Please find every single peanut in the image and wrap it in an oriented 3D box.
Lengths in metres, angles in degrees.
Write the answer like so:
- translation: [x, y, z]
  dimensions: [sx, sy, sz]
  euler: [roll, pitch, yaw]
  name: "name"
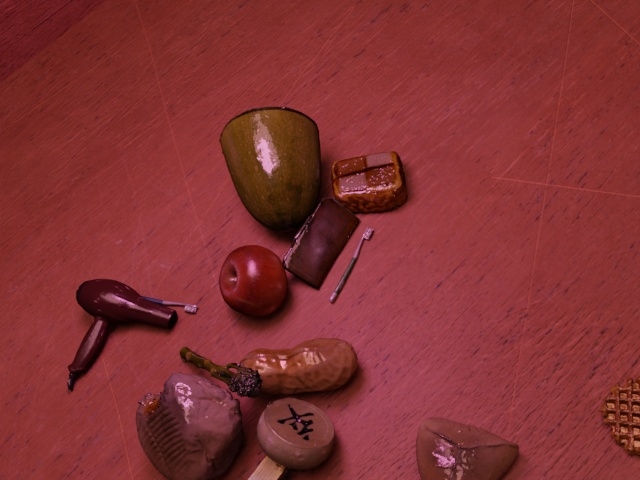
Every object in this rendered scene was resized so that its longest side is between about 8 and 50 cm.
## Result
- translation: [-0.058, 0.321, 1.782]
  dimensions: [0.306, 0.147, 0.147]
  euler: [-11, 55, 12]
  name: "peanut"

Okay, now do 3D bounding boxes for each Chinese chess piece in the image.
- translation: [-0.058, 0.459, 1.675]
  dimensions: [0.188, 0.188, 0.083]
  euler: [34, 116, 33]
  name: "Chinese chess piece"

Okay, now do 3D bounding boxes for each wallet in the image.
- translation: [0.000, 0.000, 2.006]
  dimensions: [0.137, 0.031, 0.255]
  euler: [35, 70, -7]
  name: "wallet"

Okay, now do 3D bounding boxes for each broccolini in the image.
- translation: [-0.263, 0.338, 1.813]
  dimensions: [0.079, 0.074, 0.392]
  euler: [-19, 13, -29]
  name: "broccolini"

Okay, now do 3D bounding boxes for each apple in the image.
- translation: [-0.181, 0.112, 1.947]
  dimensions: [0.201, 0.162, 0.201]
  euler: [-13, 73, 51]
  name: "apple"

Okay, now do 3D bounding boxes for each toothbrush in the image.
- translation: [-0.485, 0.184, 2.092]
  dimensions: [0.276, 0.019, 0.025]
  euler: [8, 69, 22]
  name: "toothbrush"
- translation: [0.087, 0.067, 1.981]
  dimensions: [0.024, 0.018, 0.257]
  euler: [21, 66, 22]
  name: "toothbrush"

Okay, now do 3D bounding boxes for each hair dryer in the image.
- translation: [-0.612, 0.293, 2.032]
  dimensions: [0.313, 0.123, 0.340]
  euler: [19, 76, 16]
  name: "hair dryer"

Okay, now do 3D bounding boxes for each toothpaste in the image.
- translation: [-0.176, 0.637, 1.651]
  dimensions: [0.071, 0.089, 0.313]
  euler: [32, 71, 25]
  name: "toothpaste"

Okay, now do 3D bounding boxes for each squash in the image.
- translation: [-0.137, -0.179, 2.047]
  dimensions: [0.310, 0.310, 0.309]
  euler: [-14, 57, 9]
  name: "squash"

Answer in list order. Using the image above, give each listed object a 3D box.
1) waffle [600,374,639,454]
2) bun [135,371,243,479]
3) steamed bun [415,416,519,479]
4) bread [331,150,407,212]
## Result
- translation: [0.716, 0.387, 1.551]
  dimensions: [0.191, 0.038, 0.191]
  euler: [-9, 56, 13]
  name: "waffle"
- translation: [-0.305, 0.458, 1.734]
  dimensions: [0.205, 0.281, 0.281]
  euler: [-13, 41, -42]
  name: "bun"
- translation: [0.297, 0.489, 1.581]
  dimensions: [0.212, 0.110, 0.231]
  euler: [33, 70, 33]
  name: "steamed bun"
- translation: [0.141, -0.172, 2.076]
  dimensions: [0.222, 0.096, 0.181]
  euler: [-8, 53, 14]
  name: "bread"
